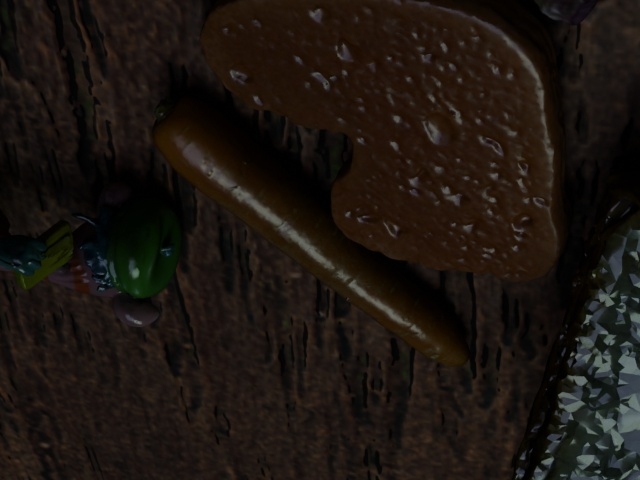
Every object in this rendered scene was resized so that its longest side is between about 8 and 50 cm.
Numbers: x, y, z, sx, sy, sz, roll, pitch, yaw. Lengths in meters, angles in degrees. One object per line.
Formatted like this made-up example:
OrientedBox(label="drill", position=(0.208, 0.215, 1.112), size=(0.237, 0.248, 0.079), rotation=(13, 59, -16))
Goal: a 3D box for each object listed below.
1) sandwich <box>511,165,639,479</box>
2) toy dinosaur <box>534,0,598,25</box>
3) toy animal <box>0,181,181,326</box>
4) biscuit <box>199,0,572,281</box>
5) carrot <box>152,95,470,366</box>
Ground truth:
OrientedBox(label="sandwich", position=(0.257, 0.118, 0.736), size=(0.301, 0.099, 0.271), rotation=(14, 109, 8))
OrientedBox(label="toy dinosaur", position=(0.137, -0.183, 0.539), size=(0.251, 0.072, 0.200), rotation=(-22, 112, 44))
OrientedBox(label="toy animal", position=(-0.192, -0.003, 0.842), size=(0.208, 0.103, 0.100), rotation=(16, 93, 10))
OrientedBox(label="biscuit", position=(0.037, -0.061, 0.745), size=(0.186, 0.036, 0.192), rotation=(4, 134, 20))
OrientedBox(label="carrot", position=(0.000, 0.000, 0.818), size=(0.248, 0.043, 0.043), rotation=(39, 133, -21))
